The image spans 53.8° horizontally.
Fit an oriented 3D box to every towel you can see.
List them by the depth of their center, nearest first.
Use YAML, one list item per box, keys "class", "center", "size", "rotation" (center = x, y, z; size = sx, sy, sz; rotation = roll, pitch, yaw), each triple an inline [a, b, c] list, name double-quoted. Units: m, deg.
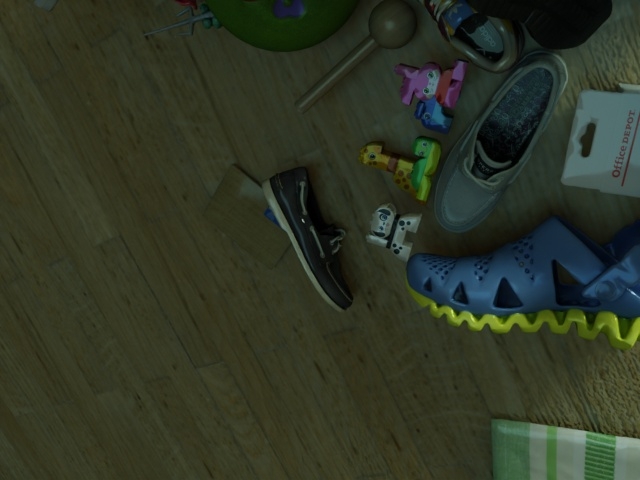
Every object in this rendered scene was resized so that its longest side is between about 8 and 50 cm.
- class: "towel"
  center: [0.396, 0.357, 0.832]
  size: [0.324, 0.038, 0.248]
  rotation: [1, 112, 24]

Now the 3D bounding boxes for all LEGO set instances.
- class: "LEGO set"
  center: [0.090, -0.103, 0.715]
  size: [0.093, 0.087, 0.227]
  rotation: [18, 115, 10]

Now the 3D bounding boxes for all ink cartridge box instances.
- class: "ink cartridge box"
  center: [0.344, -0.097, 0.631]
  size: [0.181, 0.061, 0.104]
  rotation: [11, 115, 17]

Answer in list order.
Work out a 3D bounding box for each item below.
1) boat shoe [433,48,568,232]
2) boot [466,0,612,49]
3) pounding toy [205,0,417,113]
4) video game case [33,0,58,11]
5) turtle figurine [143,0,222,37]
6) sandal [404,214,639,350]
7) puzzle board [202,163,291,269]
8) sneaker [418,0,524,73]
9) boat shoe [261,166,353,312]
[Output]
- class: "boat shoe"
  center: [0.184, -0.098, 0.684]
  size: [0.079, 0.081, 0.228]
  rotation: [32, 120, 9]
- class: "boot"
  center: [0.182, -0.262, 0.599]
  size: [0.077, 0.197, 0.137]
  rotation: [-50, 50, 32]
- class: "pounding toy"
  center: [-0.018, -0.250, 0.630]
  size: [0.183, 0.110, 0.237]
  rotation: [-36, 117, 11]
- class: "video game case"
  center: [-0.233, -0.362, 0.658]
  size: [0.023, 0.194, 0.212]
  rotation: [22, 162, -34]
- class: "turtle figurine"
  center: [-0.128, -0.338, 0.689]
  size: [0.234, 0.118, 0.175]
  rotation: [-28, 119, 13]
- class: "sandal"
  center: [0.253, 0.033, 0.703]
  size: [0.317, 0.126, 0.138]
  rotation: [4, 109, 13]
- class: "puzzle board"
  center: [-0.093, -0.031, 0.874]
  size: [0.128, 0.011, 0.096]
  rotation: [38, 120, 2]
- class: "sneaker"
  center: [0.135, -0.247, 0.637]
  size: [0.185, 0.084, 0.069]
  rotation: [44, 122, -1]
- class: "boat shoe"
  center: [0.000, 0.000, 0.813]
  size: [0.064, 0.075, 0.206]
  rotation: [-28, 105, 8]
